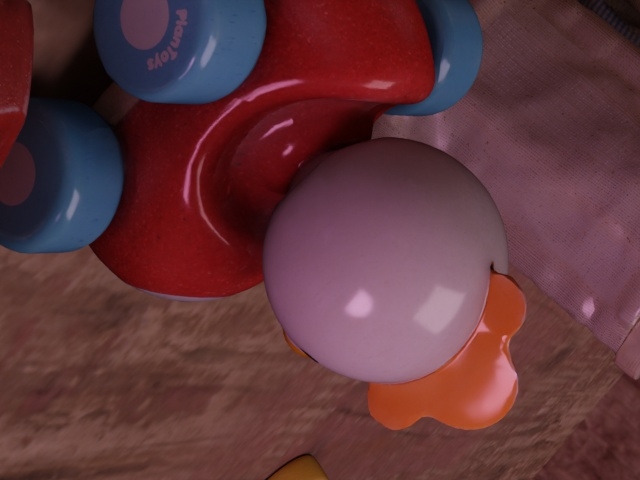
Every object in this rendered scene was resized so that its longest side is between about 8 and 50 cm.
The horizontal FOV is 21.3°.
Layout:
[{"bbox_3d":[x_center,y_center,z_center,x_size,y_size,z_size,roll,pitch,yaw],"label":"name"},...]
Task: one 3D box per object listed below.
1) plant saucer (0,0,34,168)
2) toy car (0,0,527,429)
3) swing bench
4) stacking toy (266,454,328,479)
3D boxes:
[{"bbox_3d":[-0.241,0.022,0.696,0.259,0.048,0.258,-17,145,-57],"label":"plant saucer"},{"bbox_3d":[0.000,0.000,0.804,0.210,0.238,0.219,-44,156,29],"label":"toy car"},{"bbox_3d":[0.200,-0.073,1.129,0.255,0.253,0.165,-19,146,-55],"label":"swing bench"},{"bbox_3d":[-0.093,0.360,1.536,0.309,0.130,0.279,-54,160,18],"label":"stacking toy"}]
